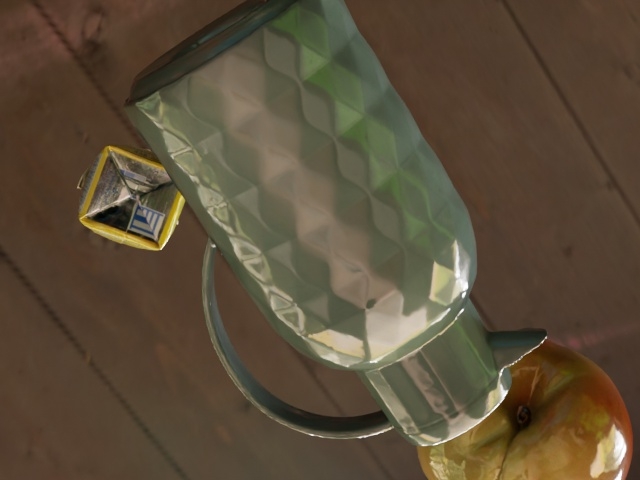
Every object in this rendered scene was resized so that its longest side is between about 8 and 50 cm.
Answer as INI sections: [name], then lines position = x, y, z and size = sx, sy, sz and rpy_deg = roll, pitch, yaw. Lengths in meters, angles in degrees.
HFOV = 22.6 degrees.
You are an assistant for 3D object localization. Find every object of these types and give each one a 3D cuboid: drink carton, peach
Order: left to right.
[drink carton]
position = -0.146, -0.037, 1.236
size = 0.084, 0.200, 0.075
rpy_deg = 18, -90, -7
[peach]
position = 0.168, 0.163, 1.314
size = 0.184, 0.184, 0.184
rpy_deg = 0, -66, -1

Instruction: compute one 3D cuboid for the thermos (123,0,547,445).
[thermos]
position = 0.000, 0.000, 0.964
size = 0.182, 0.145, 0.286
rpy_deg = -29, -77, 11
